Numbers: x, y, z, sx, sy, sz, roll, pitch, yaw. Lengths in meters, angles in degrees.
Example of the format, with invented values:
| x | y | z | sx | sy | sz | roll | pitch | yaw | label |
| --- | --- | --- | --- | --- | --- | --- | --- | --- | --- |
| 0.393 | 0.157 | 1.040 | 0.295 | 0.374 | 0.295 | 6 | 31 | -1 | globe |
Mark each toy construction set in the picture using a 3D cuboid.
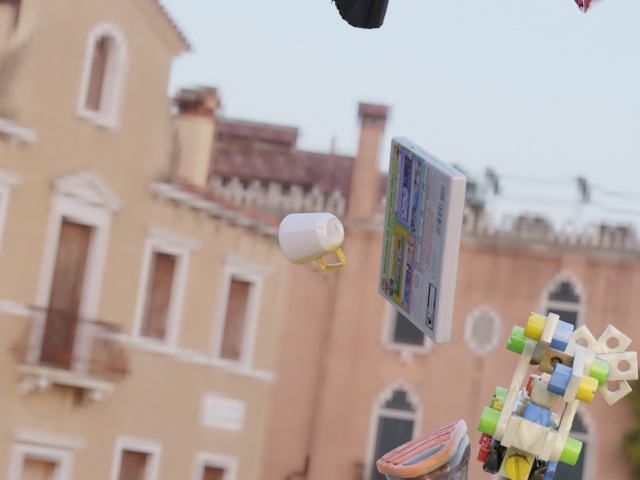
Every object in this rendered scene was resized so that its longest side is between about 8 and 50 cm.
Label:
| x | y | z | sx | sy | sz | roll | pitch | yaw | label |
| --- | --- | --- | --- | --- | --- | --- | --- | --- | --- |
| 0.272 | 0.181 | 2.135 | 0.151 | 0.215 | 0.328 | 21 | 7 | 19 | toy construction set |

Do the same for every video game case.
| x | y | z | sx | sy | sz | roll | pitch | yaw | label |
| --- | --- | --- | --- | --- | --- | --- | --- | --- | --- |
| 0.124 | -0.004 | 2.215 | 0.023 | 0.212 | 0.193 | -2 | 18 | -20 | video game case |

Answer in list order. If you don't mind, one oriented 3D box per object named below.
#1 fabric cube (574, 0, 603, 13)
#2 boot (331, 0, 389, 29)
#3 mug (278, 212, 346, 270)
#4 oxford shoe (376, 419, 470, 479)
| x | y | z | sx | sy | sz | roll | pitch | yaw | label |
| --- | --- | --- | --- | --- | --- | --- | --- | --- | --- |
| 0.223 | -0.354 | 1.304 | 0.258 | 0.259 | 0.254 | -35 | -6 | 7 | fabric cube |
| 0.105 | -0.380 | 2.503 | 0.094 | 0.207 | 0.246 | -14 | 45 | -35 | boot |
| -0.001 | -0.004 | 2.154 | 0.064 | 0.062 | 0.078 | -12 | -25 | 41 | mug |
| 0.159 | 0.324 | 2.395 | 0.130 | 0.132 | 0.363 | -25 | -8 | 1 | oxford shoe |
